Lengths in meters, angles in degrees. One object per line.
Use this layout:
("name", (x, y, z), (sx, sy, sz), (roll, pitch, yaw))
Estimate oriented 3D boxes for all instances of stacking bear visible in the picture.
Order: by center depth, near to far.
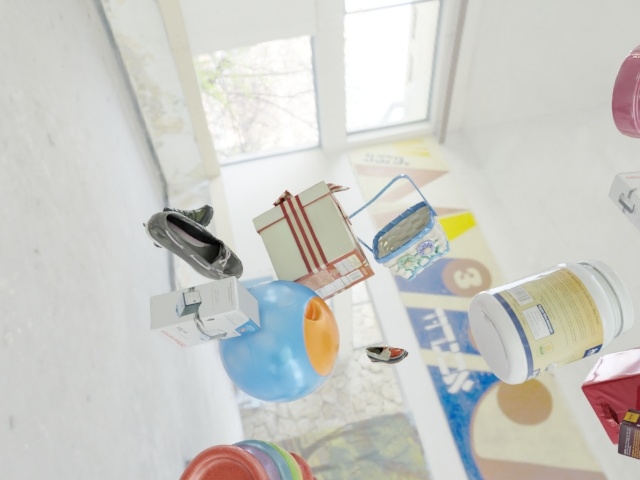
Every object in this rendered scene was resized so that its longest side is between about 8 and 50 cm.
("stacking bear", (-0.098, 0.415, 1.017), (0.289, 0.175, 0.164), (38, 52, -66))

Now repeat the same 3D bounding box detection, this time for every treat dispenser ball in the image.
("treat dispenser ball", (-0.098, 0.238, 1.458), (0.288, 0.288, 0.288), (167, -90, -84))

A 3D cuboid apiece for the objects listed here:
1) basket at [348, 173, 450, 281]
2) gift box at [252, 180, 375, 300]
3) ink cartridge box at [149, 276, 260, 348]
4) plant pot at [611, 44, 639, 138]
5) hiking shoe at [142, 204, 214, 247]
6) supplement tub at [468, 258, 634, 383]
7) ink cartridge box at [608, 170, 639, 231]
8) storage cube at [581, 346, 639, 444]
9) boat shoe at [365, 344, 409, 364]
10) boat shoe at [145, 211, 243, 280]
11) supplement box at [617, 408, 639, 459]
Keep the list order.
("basket", (0.254, -0.037, 1.915), (0.289, 0.255, 0.201), (44, 20, -16))
("gift box", (0.000, 0.000, 1.683), (0.258, 0.276, 0.255), (64, 2, 27))
("ink cartridge box", (-0.239, 0.154, 1.284), (0.139, 0.191, 0.082), (59, 18, -60))
("plant pot", (0.732, -0.299, 1.250), (0.180, 0.201, 0.201), (27, -47, 54))
("hiking shoe", (-0.457, -0.067, 1.997), (0.086, 0.227, 0.114), (49, -14, 48))
("supplement tub", (0.538, 0.184, 1.449), (0.228, 0.316, 0.228), (161, -90, -83))
("ink cartridge box", (0.978, -0.110, 1.799), (0.218, 0.159, 0.092), (-101, -170, -50))
("storage cube", (0.848, 0.404, 1.624), (0.193, 0.215, 0.183), (-31, -92, 45))
("boat shoe", (0.175, 0.300, 1.630), (0.137, 0.049, 0.043), (-15, -70, 49))
("boat shoe", (-0.341, 0.023, 1.757), (0.335, 0.095, 0.112), (34, 53, -32))
("supplement box", (0.809, 0.471, 1.436), (0.104, 0.188, 0.080), (-15, 108, -52))
